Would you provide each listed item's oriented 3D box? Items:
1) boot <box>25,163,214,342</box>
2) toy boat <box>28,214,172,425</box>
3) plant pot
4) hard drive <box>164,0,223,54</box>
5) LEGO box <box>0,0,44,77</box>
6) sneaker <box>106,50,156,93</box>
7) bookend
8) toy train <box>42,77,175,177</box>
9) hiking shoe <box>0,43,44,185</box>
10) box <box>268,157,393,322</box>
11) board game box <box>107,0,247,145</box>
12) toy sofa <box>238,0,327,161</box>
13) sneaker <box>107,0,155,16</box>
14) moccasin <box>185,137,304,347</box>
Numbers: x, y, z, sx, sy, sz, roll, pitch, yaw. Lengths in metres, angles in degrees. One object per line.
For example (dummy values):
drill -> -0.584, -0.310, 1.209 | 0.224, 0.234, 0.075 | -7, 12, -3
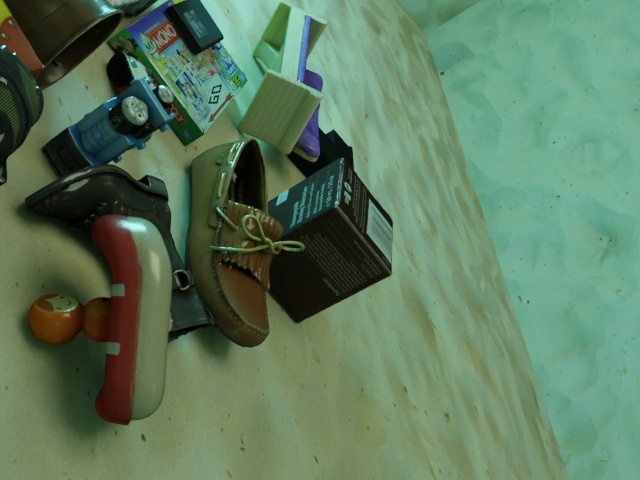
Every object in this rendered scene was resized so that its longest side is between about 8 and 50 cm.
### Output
boot -> -0.239, 0.028, 1.083 | 0.263, 0.091, 0.229 | 0, 68, -61
toy boat -> -0.246, 0.085, 0.945 | 0.151, 0.151, 0.231 | 153, -60, -75
plant pot -> -0.374, -0.306, 1.104 | 0.165, 0.167, 0.167 | 49, 24, -11
hard drive -> -0.230, -0.398, 1.567 | 0.094, 0.022, 0.135 | 56, 23, -12
LEGO box -> -0.524, -0.291, 0.699 | 0.500, 0.193, 0.372 | 60, 22, -5
sneaker -> -0.277, -0.221, 1.329 | 0.075, 0.057, 0.161 | 11, 50, -55
bookend -> 0.002, -0.196, 1.882 | 0.157, 0.072, 0.156 | 46, 26, -32
toy train -> -0.269, -0.142, 1.099 | 0.080, 0.184, 0.105 | 57, 33, -11
hiking shoe -> -0.302, -0.144, 0.635 | 0.227, 0.086, 0.114 | 46, 23, -35
box -> 0.000, 0.000, 1.473 | 0.167, 0.203, 0.168 | 50, 24, -25
board game box -> -0.245, -0.320, 1.533 | 0.213, 0.046, 0.317 | 55, 23, -18
toy sofa -> -0.048, -0.336, 1.762 | 0.177, 0.150, 0.363 | 23, 35, -15
sneaker -> -0.326, -0.446, 1.425 | 0.115, 0.105, 0.281 | 57, 23, -11
moccasin -> -0.117, -0.008, 1.304 | 0.139, 0.147, 0.380 | 43, 28, -37
